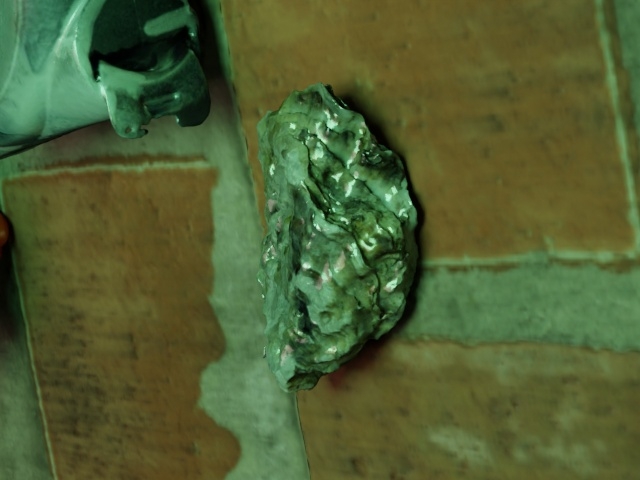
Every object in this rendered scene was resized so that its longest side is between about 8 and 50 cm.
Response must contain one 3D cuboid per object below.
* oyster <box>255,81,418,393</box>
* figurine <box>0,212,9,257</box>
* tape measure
[{"bbox_3d":[0.000,0.000,0.919,0.125,0.064,0.177,-10,93,55],"label":"oyster"},{"bbox_3d":[-0.386,-0.095,1.190,0.241,0.306,0.411,30,116,61],"label":"figurine"},{"bbox_3d":[-0.198,-0.183,1.025,0.256,0.147,0.275,-11,98,48],"label":"tape measure"}]
